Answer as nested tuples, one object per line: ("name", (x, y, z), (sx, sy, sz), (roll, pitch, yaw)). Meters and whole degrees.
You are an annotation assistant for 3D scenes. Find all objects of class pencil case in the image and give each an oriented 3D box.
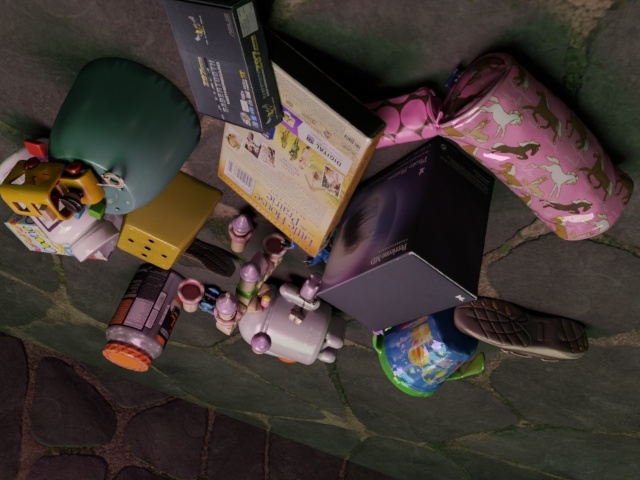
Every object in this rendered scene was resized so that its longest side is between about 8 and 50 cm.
("pencil case", (0.373, -0.151, 1.015), (0.386, 0.160, 0.167), (33, 177, -24))
("pencil case", (0.129, -0.226, 1.088), (0.210, 0.095, 0.098), (-7, 103, 30))

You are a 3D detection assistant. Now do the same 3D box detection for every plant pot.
("plant pot", (-0.409, -0.052, 1.507), (0.212, 0.187, 0.212), (27, 147, -14))
("plant pot", (-0.438, -0.199, 1.259), (0.293, 0.235, 0.293), (12, 147, 8))

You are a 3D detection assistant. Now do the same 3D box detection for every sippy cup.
("sippy cup", (0.319, 0.296, 1.662), (0.306, 0.240, 0.224), (-7, 152, -38))

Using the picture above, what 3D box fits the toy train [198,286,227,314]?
("toy train", (-0.347, 0.220, 1.987), (0.184, 0.080, 0.105), (32, 154, -25))

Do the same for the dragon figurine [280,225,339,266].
("dragon figurine", (0.000, 0.000, 1.481), (0.289, 0.085, 0.144), (39, 142, -27))

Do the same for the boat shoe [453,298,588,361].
("boat shoe", (0.527, 0.261, 1.575), (0.356, 0.132, 0.130), (16, 147, 5))

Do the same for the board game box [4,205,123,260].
("board game box", (-0.742, -0.049, 1.711), (0.276, 0.142, 0.144), (6, 145, 17))

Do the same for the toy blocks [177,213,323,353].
("toy blocks", (-0.162, 0.104, 1.487), (0.309, 0.288, 0.260), (33, 153, 4))

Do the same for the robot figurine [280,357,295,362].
("robot figurine", (-0.121, 0.336, 2.003), (0.158, 0.128, 0.219), (-20, 134, 15))

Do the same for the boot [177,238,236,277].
("boot", (-0.354, 0.065, 1.773), (0.198, 0.076, 0.137), (33, 151, 0))

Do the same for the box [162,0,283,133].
("box", (-0.169, -0.316, 1.025), (0.183, 0.059, 0.232), (25, 142, 34))

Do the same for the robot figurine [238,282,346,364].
("robot figurine", (-0.101, 0.256, 1.803), (0.354, 0.199, 0.299), (20, 123, -3))

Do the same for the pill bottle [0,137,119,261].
("pill bottle", (-0.664, -0.098, 1.497), (0.301, 0.169, 0.169), (52, 139, -9))

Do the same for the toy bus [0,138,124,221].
("toy bus", (-0.518, -0.090, 1.146), (0.191, 0.104, 0.202), (32, 145, -21))

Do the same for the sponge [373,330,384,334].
("sponge", (0.154, 0.118, 1.468), (0.031, 0.210, 0.117), (2, 145, 20))

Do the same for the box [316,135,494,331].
("box", (0.174, -0.005, 1.199), (0.183, 0.293, 0.296), (33, 144, -22))

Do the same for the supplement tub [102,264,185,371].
("supplement tub", (-0.576, 0.256, 1.924), (0.194, 0.315, 0.193), (13, 148, 8))

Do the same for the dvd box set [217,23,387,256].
("dvd box set", (-0.061, -0.174, 1.171), (0.308, 0.062, 0.420), (40, 148, 10))
